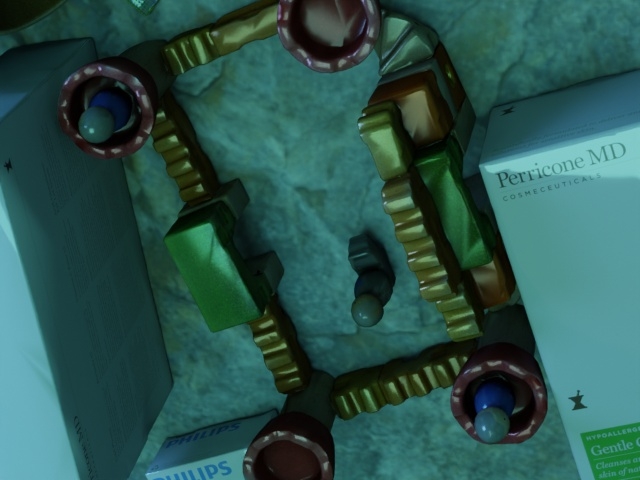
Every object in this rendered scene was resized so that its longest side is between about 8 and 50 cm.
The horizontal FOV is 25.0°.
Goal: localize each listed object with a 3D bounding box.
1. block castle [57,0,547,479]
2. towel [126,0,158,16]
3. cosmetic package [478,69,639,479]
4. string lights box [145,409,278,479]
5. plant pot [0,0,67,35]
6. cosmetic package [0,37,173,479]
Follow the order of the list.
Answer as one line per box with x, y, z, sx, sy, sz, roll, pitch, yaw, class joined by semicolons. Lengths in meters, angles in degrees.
0.000;0.000;1.273;0.303;0.213;0.453;-20;108;18;block castle
-0.158;-0.251;1.307;0.060;0.009;0.083;39;114;-7;towel
0.285;0.046;1.270;0.196;0.155;0.366;-16;110;18;cosmetic package
-0.063;0.315;1.495;0.133;0.077;0.260;-18;108;19;string lights box
-0.299;-0.342;1.196;0.254;0.237;0.237;41;115;8;plant pot
-0.243;0.039;1.295;0.097;0.284;0.377;-7;111;9;cosmetic package
